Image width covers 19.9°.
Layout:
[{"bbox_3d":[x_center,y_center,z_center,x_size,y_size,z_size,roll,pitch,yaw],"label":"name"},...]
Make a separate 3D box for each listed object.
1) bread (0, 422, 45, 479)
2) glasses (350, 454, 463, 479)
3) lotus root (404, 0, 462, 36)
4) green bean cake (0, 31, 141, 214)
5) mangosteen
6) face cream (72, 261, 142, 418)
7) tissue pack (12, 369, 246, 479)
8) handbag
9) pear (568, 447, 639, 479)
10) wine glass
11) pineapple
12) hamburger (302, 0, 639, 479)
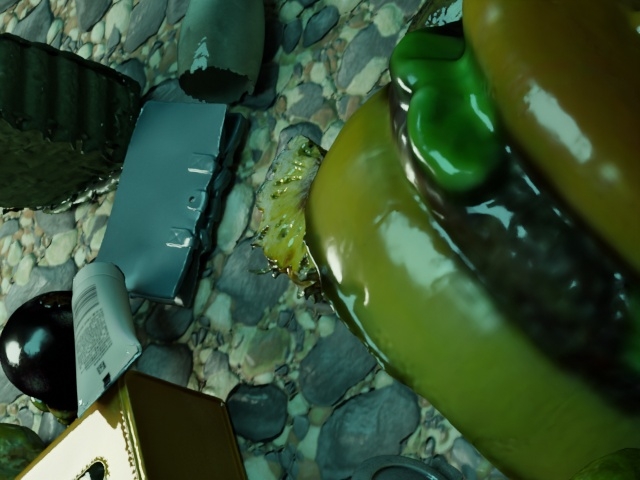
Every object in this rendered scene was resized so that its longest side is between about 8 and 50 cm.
[{"bbox_3d":[-0.359,0.244,2.011,0.110,0.103,0.156,-55,46,21],"label":"bread"},{"bbox_3d":[0.052,0.337,1.543,0.268,0.118,0.234,-61,35,39],"label":"glasses"},{"bbox_3d":[0.142,-0.205,1.684,0.179,0.089,0.080,-43,85,20],"label":"lotus root"},{"bbox_3d":[-0.355,-0.123,2.089,0.255,0.241,0.132,-23,62,44],"label":"green bean cake"},{"bbox_3d":[-0.281,0.131,1.976,0.137,0.137,0.151,22,123,52],"label":"mangosteen"},{"bbox_3d":[-0.216,0.089,1.829,0.092,0.058,0.243,-48,21,11],"label":"face cream"},{"bbox_3d":[-0.209,0.285,1.787,0.274,0.145,0.194,-43,41,24],"label":"tissue pack"},{"bbox_3d":[-0.160,-0.042,1.977,0.144,0.057,0.221,6,75,45],"label":"handbag"},{"bbox_3d":[0.228,0.271,1.145,0.287,0.287,0.375,43,144,50],"label":"pear"},{"bbox_3d":[-0.165,-0.291,2.055,0.264,0.096,0.309,-11,63,36],"label":"wine glass"},{"bbox_3d":[-0.001,-0.001,1.752,0.135,0.079,0.233,-51,34,5],"label":"pineapple"},{"bbox_3d":[0.214,-0.024,1.288,0.277,0.396,0.395,-46,42,27],"label":"hamburger"}]
